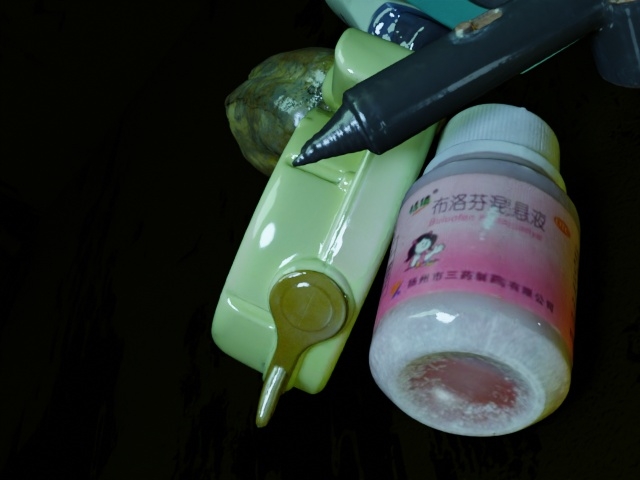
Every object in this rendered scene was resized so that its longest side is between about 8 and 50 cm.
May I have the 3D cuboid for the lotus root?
[{"bbox_3d":[-0.014,-0.149,1.295,0.152,0.160,0.275,-36,20,-13],"label":"lotus root"}]

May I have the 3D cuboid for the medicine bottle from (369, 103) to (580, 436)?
[{"bbox_3d":[0.122,0.014,0.808,0.147,0.147,0.247,-35,30,42],"label":"medicine bottle"}]

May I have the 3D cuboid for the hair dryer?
[{"bbox_3d":[0.125,-0.158,0.792,0.352,0.189,0.107,-29,30,-4],"label":"hair dryer"}]

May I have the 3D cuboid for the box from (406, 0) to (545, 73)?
[{"bbox_3d":[0.145,-0.296,0.955,0.205,0.311,0.118,-26,47,50],"label":"box"}]

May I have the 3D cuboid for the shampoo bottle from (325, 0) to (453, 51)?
[{"bbox_3d":[0.081,-0.254,1.263,0.078,0.134,0.359,-54,22,13],"label":"shampoo bottle"}]

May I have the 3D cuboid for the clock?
[{"bbox_3d":[0.000,0.000,0.987,0.286,0.117,0.348,100,-166,-82],"label":"clock"}]
